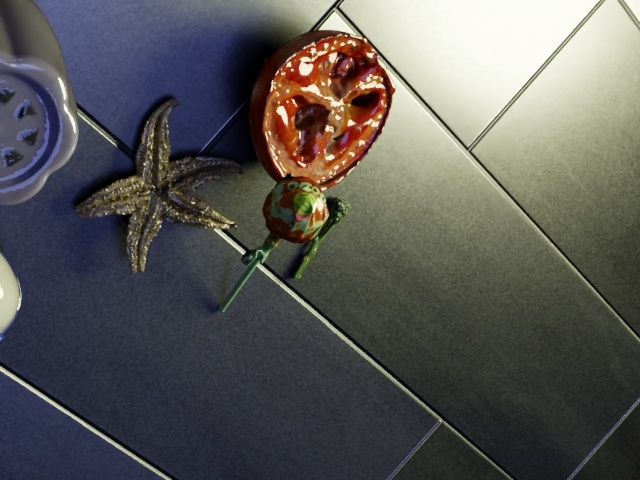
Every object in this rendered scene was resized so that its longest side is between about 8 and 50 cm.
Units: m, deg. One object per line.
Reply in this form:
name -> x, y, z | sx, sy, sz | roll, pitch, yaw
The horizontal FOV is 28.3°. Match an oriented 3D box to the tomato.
tomato -> -0.012, -0.184, 1.725 | 0.228, 0.101, 0.227 | -17, 123, -28

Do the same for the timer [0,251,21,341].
timer -> -0.536, 0.121, 1.522 | 0.384, 0.270, 0.270 | -28, 123, -31

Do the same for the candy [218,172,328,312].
candy -> -0.079, 0.014, 1.739 | 0.078, 0.084, 0.287 | 10, 141, -27

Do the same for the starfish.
starfish -> -0.211, -0.072, 1.701 | 0.227, 0.043, 0.240 | 1, 108, -30

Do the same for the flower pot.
flower pot -> -0.401, -0.158, 1.447 | 0.265, 0.243, 0.265 | -10, 116, -21

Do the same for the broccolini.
broccolini -> 0.000, 0.000, 1.849 | 0.030, 0.035, 0.140 | 27, 99, -30
